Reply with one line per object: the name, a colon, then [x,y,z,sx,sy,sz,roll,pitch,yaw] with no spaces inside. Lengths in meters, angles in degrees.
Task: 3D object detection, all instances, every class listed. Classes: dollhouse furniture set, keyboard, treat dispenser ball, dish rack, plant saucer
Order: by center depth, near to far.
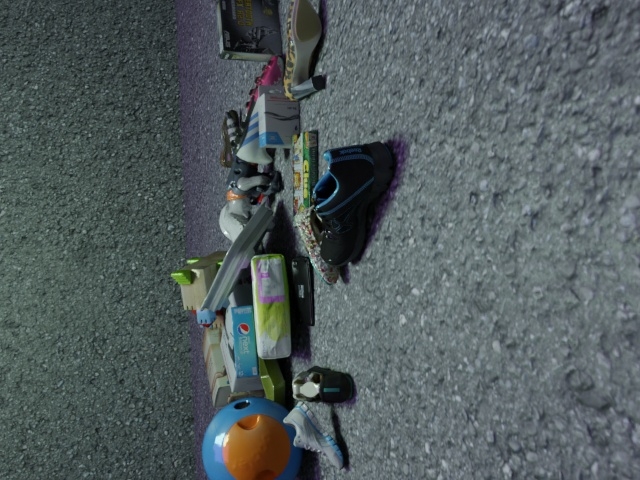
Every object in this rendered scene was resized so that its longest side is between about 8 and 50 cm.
keyboard: [-0.046,0.139,1.720,0.100,0.038,0.191,-1,93,50]
treat dispenser ball: [-0.192,0.595,1.768,0.288,0.288,0.287,178,90,-69]
dish rack: [-0.244,0.064,1.910,0.332,0.072,0.285,-60,0,40]
plant saucer: [-0.149,0.438,1.939,0.188,0.045,0.188,-116,20,-45]
dollhouse furniture set: [-0.290,0.541,2.231,0.183,0.129,0.129,111,149,-45]

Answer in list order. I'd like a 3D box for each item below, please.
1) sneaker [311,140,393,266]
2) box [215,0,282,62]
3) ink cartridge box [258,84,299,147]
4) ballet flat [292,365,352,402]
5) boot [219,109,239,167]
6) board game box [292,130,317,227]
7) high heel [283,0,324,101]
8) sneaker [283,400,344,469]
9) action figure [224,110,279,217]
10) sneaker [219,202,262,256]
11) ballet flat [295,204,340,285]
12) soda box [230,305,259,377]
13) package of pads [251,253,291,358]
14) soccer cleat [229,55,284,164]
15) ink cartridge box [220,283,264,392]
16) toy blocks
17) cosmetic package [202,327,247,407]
sneaker: [0.036,-0.074,1.331,0.340,0.140,0.125,107,150,-43]
box: [-0.218,-0.657,1.872,0.056,0.183,0.230,150,117,-67]
ink cartridge box: [-0.118,-0.354,1.747,0.060,0.104,0.180,178,89,-69]
ballet flat: [-0.015,0.362,1.557,0.280,0.096,0.095,145,122,-65]
boot: [-0.314,-0.378,2.326,0.106,0.082,0.219,16,103,45]
board game box: [-0.042,-0.161,1.678,0.136,0.030,0.259,-172,81,-66]
high heel: [-0.069,-0.499,1.616,0.186,0.093,0.261,3,103,62]
sneaker: [-0.019,0.496,1.527,0.190,0.083,0.071,46,156,21]
action figure: [-0.253,-0.237,2.019,0.341,0.179,0.329,169,108,-66]
sneaker: [-0.265,-0.031,2.185,0.152,0.114,0.305,-56,45,38]
ballet flat: [0.000,0.000,1.521,0.077,0.091,0.240,-44,48,21]
soda box: [-0.226,0.303,1.866,0.071,0.067,0.209,106,159,-83]
package of pads: [-0.143,0.192,1.805,0.229,0.101,0.296,130,135,-82]
soccer cleat: [-0.154,-0.381,1.850,0.116,0.143,0.331,-3,66,69]
ink cartridge box: [-0.243,0.330,2.094,0.223,0.129,0.307,-115,31,-44]
toy blocks: [-0.381,0.194,2.234,0.381,0.191,0.260,-35,-59,-69]
cosmetic package: [-0.379,0.494,2.456,0.296,0.129,0.153,-114,32,-43]
